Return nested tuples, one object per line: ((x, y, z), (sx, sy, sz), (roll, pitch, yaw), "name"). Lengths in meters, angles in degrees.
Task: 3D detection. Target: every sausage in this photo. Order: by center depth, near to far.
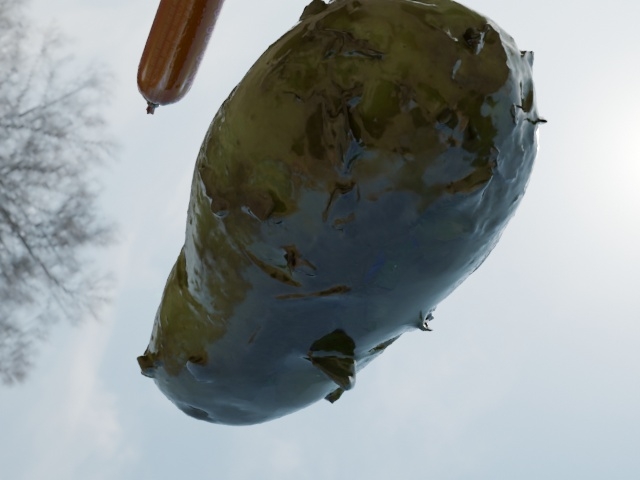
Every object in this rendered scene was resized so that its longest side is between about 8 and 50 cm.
((-0.064, -0.106, 0.494), (0.031, 0.107, 0.031), (19, -152, -10), "sausage")

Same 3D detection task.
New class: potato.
((0.000, 0.000, 0.399), (0.225, 0.117, 0.090), (-55, -161, 39), "potato")
